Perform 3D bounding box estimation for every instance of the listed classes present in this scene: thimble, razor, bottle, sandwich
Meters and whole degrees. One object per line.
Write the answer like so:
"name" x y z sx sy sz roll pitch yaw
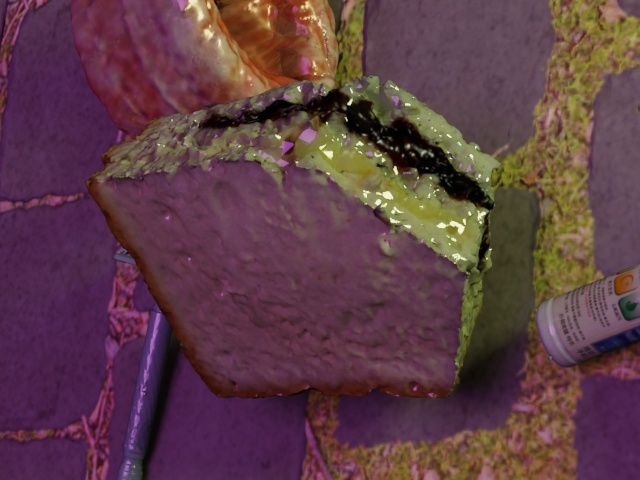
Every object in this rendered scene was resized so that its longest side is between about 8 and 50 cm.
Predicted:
"thimble" -0.102 -0.188 1.431 0.162 0.239 0.239 -20 67 32
"razor" -0.163 0.125 1.516 0.106 0.068 0.232 13 92 40
"bottle" 0.268 0.037 1.195 0.217 0.060 0.060 -26 64 32
"sandwich" 0.000 0.001 1.286 0.325 0.262 0.131 -7 34 37
